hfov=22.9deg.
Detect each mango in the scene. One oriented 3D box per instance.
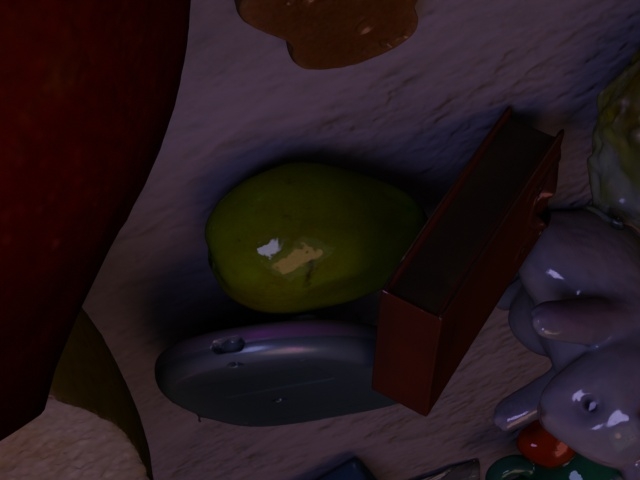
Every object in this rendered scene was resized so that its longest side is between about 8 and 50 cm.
[{"bbox_3d":[-0.005,0.004,1.073,0.163,0.089,0.117,13,133,-44],"label":"mango"}]

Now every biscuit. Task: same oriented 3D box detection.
[{"bbox_3d":[0.006,-0.151,0.917,0.118,0.023,0.140,-12,147,-15],"label":"biscuit"}]

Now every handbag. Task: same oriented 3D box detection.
[{"bbox_3d":[0.103,0.012,1.091,0.190,0.063,0.127,-54,160,-32],"label":"handbag"}]

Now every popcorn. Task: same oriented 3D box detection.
[{"bbox_3d":[0.270,-0.055,1.056,0.198,0.212,0.198,1,112,3],"label":"popcorn"}]

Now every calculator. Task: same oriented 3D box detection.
[{"bbox_3d":[-0.016,0.103,1.191,0.186,0.041,0.299,-12,163,14],"label":"calculator"}]

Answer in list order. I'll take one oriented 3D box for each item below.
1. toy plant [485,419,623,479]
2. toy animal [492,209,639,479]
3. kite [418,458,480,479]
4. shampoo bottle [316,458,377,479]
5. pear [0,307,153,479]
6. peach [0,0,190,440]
[{"bbox_3d":[0.343,0.246,1.562,0.400,0.185,0.279,7,159,-26],"label":"toy plant"},{"bbox_3d":[0.206,0.104,1.194,0.138,0.282,0.140,-2,142,-4],"label":"toy animal"},{"bbox_3d":[0.021,0.287,1.573,0.310,0.015,0.169,-8,142,-22],"label":"kite"},{"bbox_3d":[-0.055,0.299,1.479,0.258,0.061,0.104,-30,140,4],"label":"shampoo bottle"},{"bbox_3d":[-0.296,0.099,0.940,0.340,0.191,0.386,-34,146,24],"label":"pear"},{"bbox_3d":[-0.228,-0.068,0.578,0.388,0.388,0.388,-16,147,-11],"label":"peach"}]
